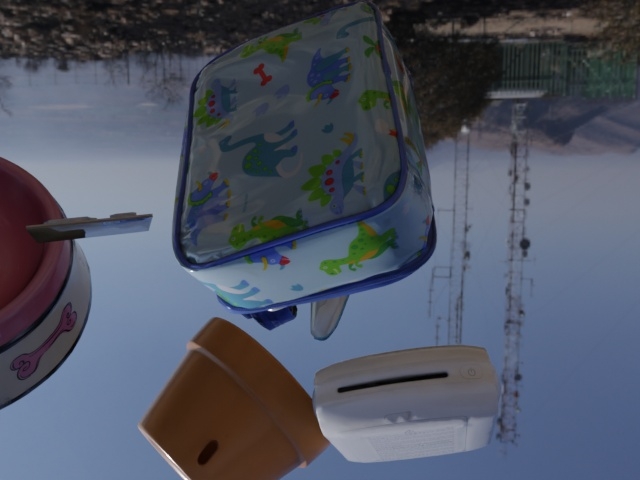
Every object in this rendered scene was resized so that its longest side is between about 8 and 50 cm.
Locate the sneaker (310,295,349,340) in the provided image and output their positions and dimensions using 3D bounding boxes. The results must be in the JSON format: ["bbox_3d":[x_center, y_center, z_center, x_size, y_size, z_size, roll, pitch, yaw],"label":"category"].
[{"bbox_3d":[0.002,0.025,0.882,0.092,0.229,0.087,8,170,-4],"label":"sneaker"}]

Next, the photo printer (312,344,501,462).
[{"bbox_3d":[0.128,0.241,0.909,0.255,0.107,0.307,-10,151,8],"label":"photo printer"}]

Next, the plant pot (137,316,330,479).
[{"bbox_3d":[-0.152,0.300,1.018,0.203,0.291,0.290,-43,-151,-25],"label":"plant pot"}]

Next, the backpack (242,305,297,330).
[{"bbox_3d":[-0.097,0.094,1.067,0.101,0.120,0.098,-30,152,3],"label":"backpack"}]

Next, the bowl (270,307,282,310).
[{"bbox_3d":[0.000,0.000,0.599,0.142,0.053,0.142,-25,-168,4],"label":"bowl"}]

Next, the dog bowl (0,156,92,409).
[{"bbox_3d":[-0.525,0.037,0.846,0.407,0.150,0.408,10,-131,-11],"label":"dog bowl"}]

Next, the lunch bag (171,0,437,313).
[{"bbox_3d":[-0.016,-0.062,0.449,0.176,0.219,0.090,-17,141,17],"label":"lunch bag"}]

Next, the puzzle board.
[{"bbox_3d":[-0.257,-0.016,0.707,0.128,0.011,0.096,-8,173,-19],"label":"puzzle board"}]
